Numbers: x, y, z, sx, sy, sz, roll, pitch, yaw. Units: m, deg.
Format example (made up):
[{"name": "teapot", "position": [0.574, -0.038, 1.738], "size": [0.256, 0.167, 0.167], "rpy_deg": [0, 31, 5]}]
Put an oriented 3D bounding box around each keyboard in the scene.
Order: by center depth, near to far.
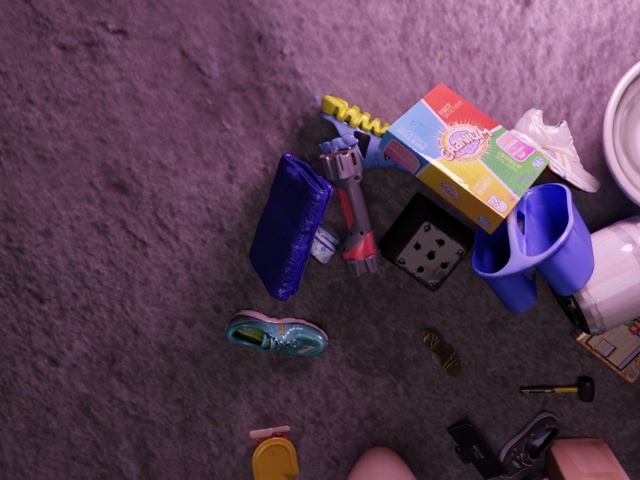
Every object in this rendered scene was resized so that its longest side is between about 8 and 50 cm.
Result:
[{"name": "keyboard", "position": [0.422, 0.579, 1.635], "size": [0.108, 0.023, 0.180], "rpy_deg": [-36, 92, 35]}]

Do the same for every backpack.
[{"name": "backpack", "position": [0.000, 0.000, 1.502], "size": [0.105, 0.114, 0.084], "rpy_deg": [40, 103, -4]}]

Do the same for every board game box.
[{"name": "board game box", "position": [0.325, -0.193, 1.341], "size": [0.316, 0.242, 0.064], "rpy_deg": [39, 146, 11]}, {"name": "board game box", "position": [0.773, 0.254, 1.531], "size": [0.193, 0.045, 0.147], "rpy_deg": [38, 103, -5]}]

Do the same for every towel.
[{"name": "towel", "position": [-0.074, -0.033, 1.447], "size": [0.076, 0.228, 0.308], "rpy_deg": [8, 116, -31]}]

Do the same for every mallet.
[{"name": "mallet", "position": [0.633, 0.407, 1.587], "size": [0.189, 0.039, 0.062], "rpy_deg": [-11, 104, 12]}]

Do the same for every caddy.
[{"name": "caddy", "position": [0.474, -0.002, 1.357], "size": [0.241, 0.341, 0.179], "rpy_deg": [-29, 109, 32]}]

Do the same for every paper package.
[{"name": "paper package", "position": [0.686, 0.723, 1.504], "size": [0.168, 0.325, 0.310], "rpy_deg": [0, 104, 5]}]

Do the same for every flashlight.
[{"name": "flashlight", "position": [0.069, -0.066, 1.429], "size": [0.103, 0.103, 0.304], "rpy_deg": [-24, 109, -17]}]

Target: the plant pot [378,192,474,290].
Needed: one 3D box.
[{"name": "plant pot", "position": [0.264, 0.020, 1.459], "size": [0.188, 0.167, 0.187], "rpy_deg": [35, 104, -5]}]

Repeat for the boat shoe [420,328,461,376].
[{"name": "boat shoe", "position": [0.320, 0.298, 1.585], "size": [0.056, 0.048, 0.153], "rpy_deg": [-43, 103, 0]}]

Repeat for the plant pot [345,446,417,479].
[{"name": "plant pot", "position": [0.161, 0.673, 1.559], "size": [0.256, 0.274, 0.257], "rpy_deg": [1, 102, 5]}]

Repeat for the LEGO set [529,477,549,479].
[{"name": "LEGO set", "position": [0.558, 0.745, 1.624], "size": [0.093, 0.087, 0.227], "rpy_deg": [-3, 99, -11]}]

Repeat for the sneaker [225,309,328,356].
[{"name": "sneaker", "position": [-0.119, 0.263, 1.574], "size": [0.275, 0.110, 0.107], "rpy_deg": [9, 103, 2]}]

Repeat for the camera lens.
[{"name": "camera lens", "position": [0.696, 0.081, 1.409], "size": [0.274, 0.219, 0.219], "rpy_deg": [-28, 99, 10]}]

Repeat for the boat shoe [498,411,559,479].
[{"name": "boat shoe", "position": [0.564, 0.567, 1.604], "size": [0.080, 0.076, 0.228], "rpy_deg": [38, 103, -4]}]

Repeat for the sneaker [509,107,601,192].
[{"name": "sneaker", "position": [0.575, -0.215, 1.419], "size": [0.262, 0.099, 0.121], "rpy_deg": [34, 99, -5]}]

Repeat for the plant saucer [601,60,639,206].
[{"name": "plant saucer", "position": [0.828, -0.235, 1.363], "size": [0.400, 0.100, 0.401], "rpy_deg": [0, 88, 0]}]

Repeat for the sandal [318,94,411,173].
[{"name": "sandal", "position": [0.123, -0.225, 1.446], "size": [0.317, 0.126, 0.138], "rpy_deg": [29, 107, 6]}]

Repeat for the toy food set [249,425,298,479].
[{"name": "toy food set", "position": [-0.138, 0.607, 1.682], "size": [0.128, 0.071, 0.218], "rpy_deg": [-10, 105, -17]}]
